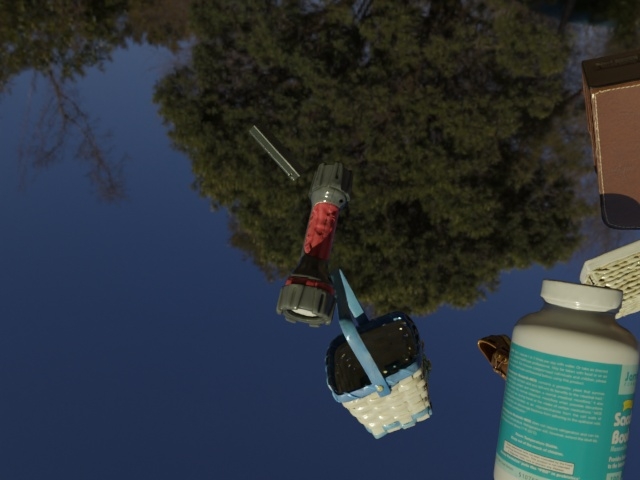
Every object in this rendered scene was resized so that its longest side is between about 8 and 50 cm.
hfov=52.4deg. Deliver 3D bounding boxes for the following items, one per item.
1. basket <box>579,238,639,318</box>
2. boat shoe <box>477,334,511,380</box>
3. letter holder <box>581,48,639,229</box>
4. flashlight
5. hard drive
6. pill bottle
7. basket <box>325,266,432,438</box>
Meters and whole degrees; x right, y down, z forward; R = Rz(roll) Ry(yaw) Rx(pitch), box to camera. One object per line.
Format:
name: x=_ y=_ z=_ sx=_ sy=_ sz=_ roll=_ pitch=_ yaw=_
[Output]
basket: x=0.583 y=0.067 z=1.198 sx=0.167 sy=0.113 sz=0.103 roll=-24 pitch=-116 yaw=7
boat shoe: x=0.360 y=0.242 z=1.260 sx=0.060 sy=0.064 sz=0.178 roll=4 pitch=-158 yaw=-13
letter holder: x=0.513 y=-0.144 z=0.841 sx=0.302 sy=0.214 sz=0.152 roll=-7 pitch=-155 yaw=21
flashlight: x=0.000 y=0.000 z=1.186 sx=0.103 sy=0.103 sz=0.304 roll=-2 pitch=-116 yaw=32
hard drive: x=-0.088 y=-0.182 z=1.328 sx=0.135 sy=0.022 sz=0.094 roll=47 pitch=-167 yaw=-6
pill bottle: x=0.298 y=0.183 z=0.785 sx=0.146 sy=0.264 sz=0.146 roll=7 pitch=-179 yaw=0
basket: x=0.098 y=0.213 z=1.283 sx=0.201 sy=0.289 sz=0.255 roll=-29 pitch=-157 yaw=9
